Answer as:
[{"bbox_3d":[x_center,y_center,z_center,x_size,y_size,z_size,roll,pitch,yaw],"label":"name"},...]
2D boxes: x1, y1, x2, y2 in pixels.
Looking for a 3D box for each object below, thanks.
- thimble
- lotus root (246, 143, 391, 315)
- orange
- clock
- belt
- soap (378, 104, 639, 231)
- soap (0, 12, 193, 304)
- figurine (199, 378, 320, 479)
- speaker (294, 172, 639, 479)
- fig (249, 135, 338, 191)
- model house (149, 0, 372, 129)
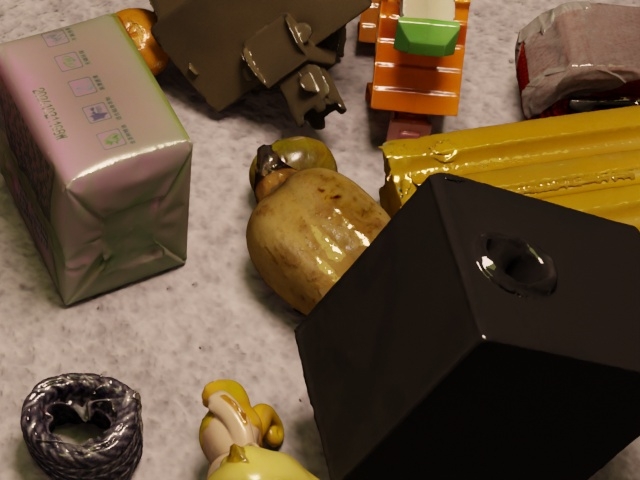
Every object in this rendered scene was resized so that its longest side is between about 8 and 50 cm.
[{"bbox_3d":[-0.208,0.168,1.513,0.104,0.066,0.095,1,48,1],"label":"thimble"},{"bbox_3d":[0.000,0.000,1.635,0.125,0.118,0.221,-36,62,-17],"label":"lotus root"},{"bbox_3d":[-0.195,-0.205,1.823,0.083,0.070,0.083,-6,74,22],"label":"orange"},{"bbox_3d":[0.093,-0.239,1.792,0.106,0.220,0.255,5,57,-2],"label":"clock"},{"bbox_3d":[0.299,-0.174,1.802,0.201,0.128,0.124,4,48,-6],"label":"belt"},{"bbox_3d":[0.228,-0.020,1.686,0.324,0.096,0.204,-8,50,-10],"label":"soap"},{"bbox_3d":[-0.216,-0.079,1.646,0.138,0.182,0.199,-18,54,-19],"label":"soap"},{"bbox_3d":[-0.057,0.211,1.441,0.131,0.156,0.246,-7,37,-9],"label":"figurine"},{"bbox_3d":[0.151,0.094,1.452,0.254,0.232,0.184,13,46,-30],"label":"speaker"},{"bbox_3d":[-0.026,-0.073,1.732,0.084,0.082,0.098,-29,31,16],"label":"fig"},{"bbox_3d":[-0.035,-0.224,1.794,0.204,0.211,0.243,4,57,-59],"label":"model house"}]
